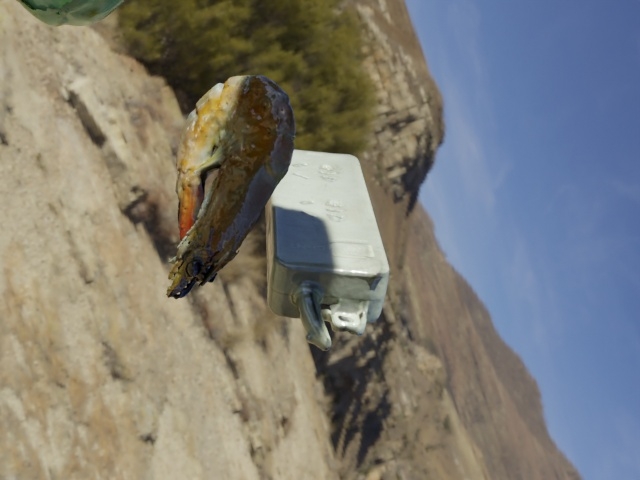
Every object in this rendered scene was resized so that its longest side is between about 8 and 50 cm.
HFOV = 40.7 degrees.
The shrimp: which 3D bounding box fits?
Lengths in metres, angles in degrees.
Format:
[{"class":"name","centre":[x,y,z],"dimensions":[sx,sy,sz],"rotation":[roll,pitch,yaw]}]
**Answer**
[{"class":"shrimp","centre":[-0.080,-0.041,0.684],"dimensions":[0.042,0.101,0.190],"rotation":[22,89,-65]}]

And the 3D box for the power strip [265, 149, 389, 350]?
[{"class":"power strip","centre":[0.000,0.000,0.735],"dimensions":[0.288,0.093,0.053],"rotation":[-100,-163,-61]}]

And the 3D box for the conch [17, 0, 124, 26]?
[{"class":"conch","centre":[-0.138,-0.206,0.539],"dimensions":[0.106,0.170,0.079],"rotation":[40,25,-46]}]
